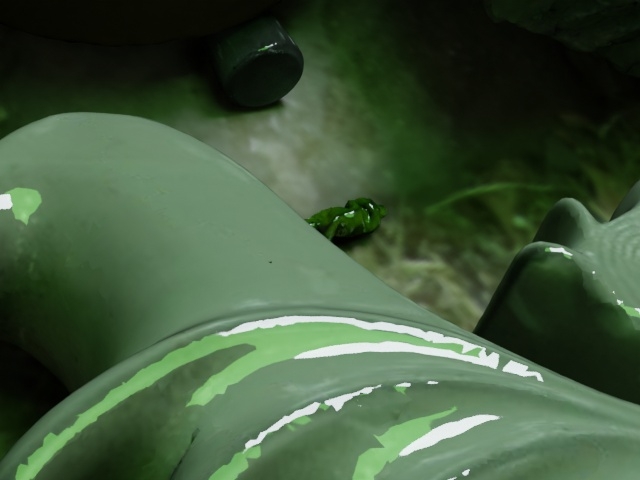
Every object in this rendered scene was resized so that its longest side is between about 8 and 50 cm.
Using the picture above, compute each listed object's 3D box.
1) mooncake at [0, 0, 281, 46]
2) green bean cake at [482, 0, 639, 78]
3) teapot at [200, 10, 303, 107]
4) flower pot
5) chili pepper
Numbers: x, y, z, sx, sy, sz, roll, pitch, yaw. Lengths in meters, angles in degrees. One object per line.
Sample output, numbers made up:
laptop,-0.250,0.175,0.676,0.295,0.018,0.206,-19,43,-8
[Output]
mooncake,-0.097,-0.238,0.705,0.285,0.155,0.284,4,72,-12
green bean cake,0.150,-0.214,0.774,0.255,0.132,0.241,5,76,-54
teapot,-0.049,-0.118,0.783,0.043,0.042,0.110,-11,53,-27
flower pot,0.042,0.089,0.570,0.368,0.164,0.254,8,45,-14
chili pepper,0.000,0.000,0.719,0.027,0.022,0.083,16,40,38
